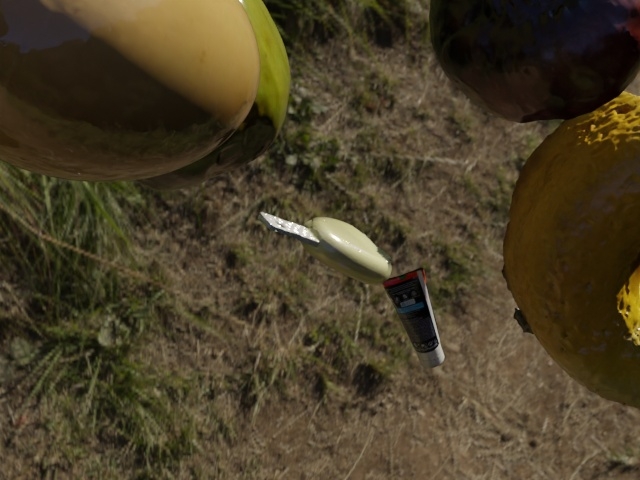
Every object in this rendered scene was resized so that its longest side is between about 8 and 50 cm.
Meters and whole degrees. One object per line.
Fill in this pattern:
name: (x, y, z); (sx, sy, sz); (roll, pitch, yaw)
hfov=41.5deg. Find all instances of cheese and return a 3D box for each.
cheese: (0.000, 0.000, 1.222); (0.252, 0.054, 0.127); (20, 17, -48)

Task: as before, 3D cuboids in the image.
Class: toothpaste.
toothpaste: (0.165, 0.129, 1.414); (0.071, 0.193, 0.045); (-20, 30, 7)

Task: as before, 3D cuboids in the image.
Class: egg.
egg: (-0.154, -0.138, 0.595); (0.245, 0.201, 0.201); (13, 45, -35)

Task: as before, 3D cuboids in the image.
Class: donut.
donut: (0.437, 0.046, 1.012); (0.436, 0.377, 0.163); (15, 23, -1)

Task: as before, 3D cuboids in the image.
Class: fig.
fig: (0.226, -0.230, 0.864); (0.224, 0.223, 0.263); (18, 33, 3)
fig: (-0.153, -0.189, 0.855); (0.240, 0.270, 0.239); (-12, 19, 4)
